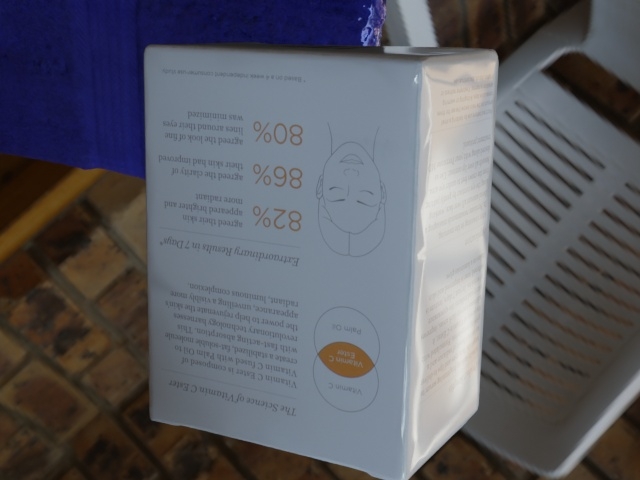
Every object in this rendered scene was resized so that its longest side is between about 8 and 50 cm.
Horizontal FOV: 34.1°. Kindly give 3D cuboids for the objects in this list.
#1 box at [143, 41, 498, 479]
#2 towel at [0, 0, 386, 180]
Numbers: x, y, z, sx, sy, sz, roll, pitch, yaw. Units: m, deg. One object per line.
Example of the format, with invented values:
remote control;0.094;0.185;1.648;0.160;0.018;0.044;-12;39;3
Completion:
box;0.000;0.000;0.463;0.130;0.170;0.091;8;-165;27
towel;-0.110;-0.132;0.705;0.308;0.076;0.227;14;137;6
